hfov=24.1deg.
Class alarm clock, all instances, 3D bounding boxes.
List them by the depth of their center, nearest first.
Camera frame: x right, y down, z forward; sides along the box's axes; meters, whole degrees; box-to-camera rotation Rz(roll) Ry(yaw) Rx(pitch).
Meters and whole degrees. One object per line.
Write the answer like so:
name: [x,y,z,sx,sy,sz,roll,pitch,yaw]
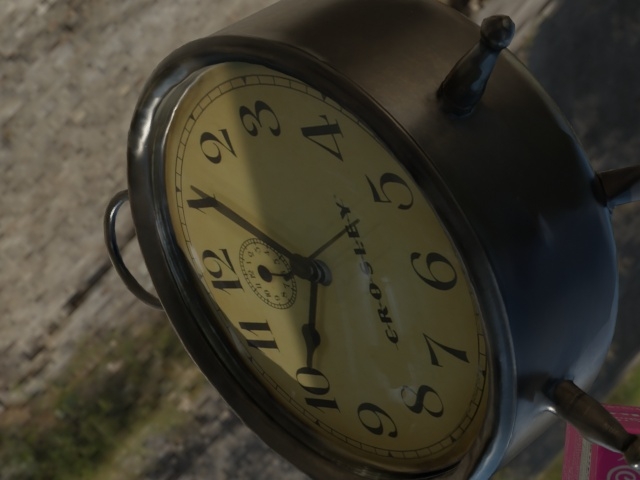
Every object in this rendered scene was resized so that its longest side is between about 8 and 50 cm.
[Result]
alarm clock: [0.000,0.000,0.396,0.192,0.129,0.064,-2,-156,47]

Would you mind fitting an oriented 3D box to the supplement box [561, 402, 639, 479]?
supplement box: [0.169,0.136,0.683,0.220,0.111,0.114,17,78,-83]
